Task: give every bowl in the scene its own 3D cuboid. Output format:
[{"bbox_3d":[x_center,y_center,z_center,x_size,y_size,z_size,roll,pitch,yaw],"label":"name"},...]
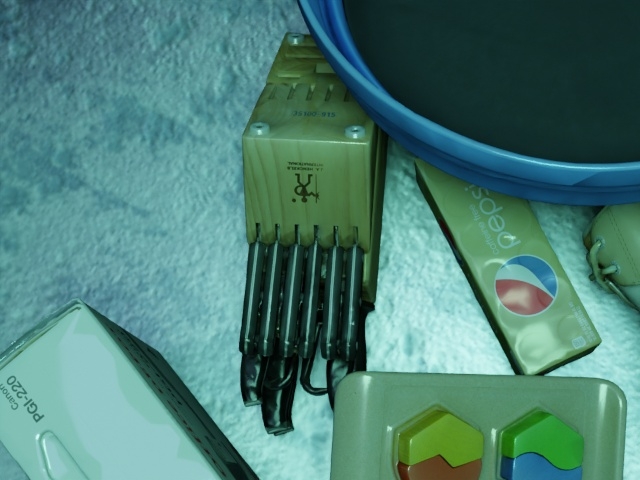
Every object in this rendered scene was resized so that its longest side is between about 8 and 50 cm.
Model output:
[{"bbox_3d":[0.175,-0.198,0.761,0.391,0.077,0.391,-3,63,5],"label":"bowl"}]

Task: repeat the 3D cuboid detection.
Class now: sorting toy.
[{"bbox_3d":[0.108,0.186,0.757,0.208,0.038,0.193,4,89,-16],"label":"sorting toy"}]

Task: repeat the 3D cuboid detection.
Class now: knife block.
[{"bbox_3d":[0.000,0.000,0.853,0.088,0.242,0.276,4,33,6],"label":"knife block"}]

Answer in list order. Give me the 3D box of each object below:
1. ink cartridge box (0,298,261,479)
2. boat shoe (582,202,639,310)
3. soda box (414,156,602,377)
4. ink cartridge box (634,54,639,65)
[{"bbox_3d":[-0.120,0.141,0.753,0.092,0.218,0.158,-40,76,-4],"label":"ink cartridge box"},{"bbox_3d":[0.238,0.005,0.805,0.103,0.113,0.302,1,66,8],"label":"boat shoe"},{"bbox_3d":[0.135,0.011,0.836,0.061,0.058,0.181,-26,76,0],"label":"soda box"},{"bbox_3d":[0.309,-0.187,0.821,0.296,0.066,0.261,40,74,21],"label":"ink cartridge box"}]
